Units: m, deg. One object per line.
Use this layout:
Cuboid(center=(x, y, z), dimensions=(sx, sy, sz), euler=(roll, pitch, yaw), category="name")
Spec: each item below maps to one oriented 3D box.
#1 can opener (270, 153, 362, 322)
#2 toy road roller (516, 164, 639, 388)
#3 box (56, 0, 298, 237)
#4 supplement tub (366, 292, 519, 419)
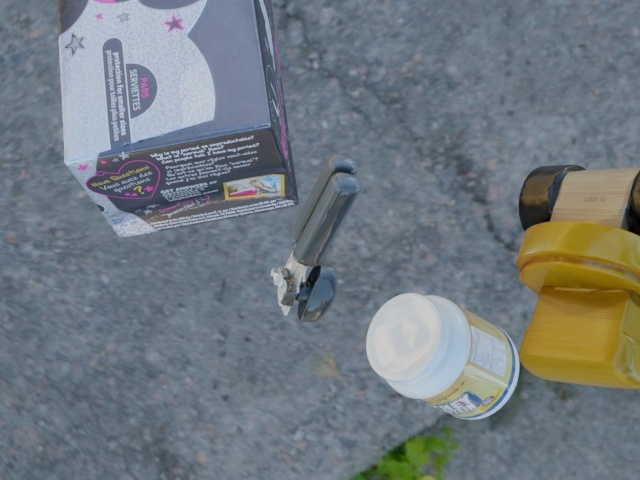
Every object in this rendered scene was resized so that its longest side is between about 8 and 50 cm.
Cuboid(center=(0.000, 0.000, 1.572), dimensions=(0.093, 0.280, 0.074), euler=(6, 43, -18), category="can opener")
Cuboid(center=(0.349, 0.069, 1.250), dimensions=(0.329, 0.202, 0.241), euler=(35, 68, -37), category="toy road roller")
Cuboid(center=(-0.120, -0.151, 0.914), dimensions=(0.163, 0.142, 0.247), euler=(-10, 64, 4), category="box")
Cuboid(center=(0.170, 0.160, 1.564), dimensions=(0.199, 0.144, 0.144), euler=(28, 79, -45), category="supplement tub")
